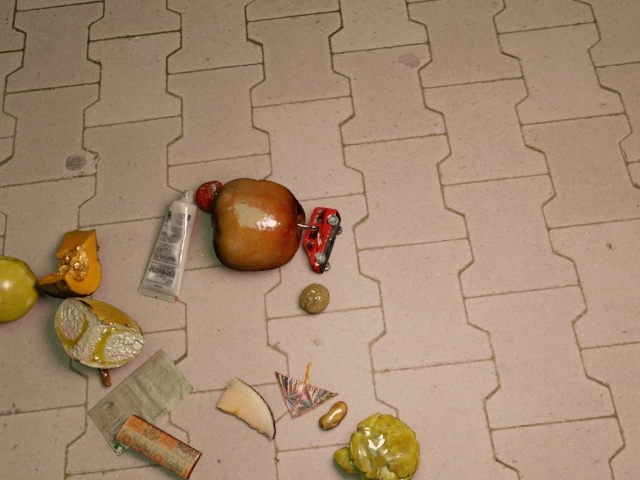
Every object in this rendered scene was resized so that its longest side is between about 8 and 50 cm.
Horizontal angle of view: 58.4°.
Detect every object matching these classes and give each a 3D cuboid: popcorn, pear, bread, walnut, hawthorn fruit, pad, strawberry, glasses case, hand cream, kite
[{"bbox_3d":[0.141,0.534,1.445,0.213,0.198,0.197,-32,69,18],"label":"popcorn"},{"bbox_3d":[-0.915,0.139,1.647,0.198,0.198,0.198,-1,69,3],"label":"pear"},{"bbox_3d":[-0.604,0.264,1.600,0.261,0.156,0.158,29,95,26],"label":"bread"},{"bbox_3d":[-0.016,0.165,1.634,0.092,0.092,0.092,-1,69,3],"label":"walnut"},{"bbox_3d":[-0.160,-0.040,1.629,0.301,0.267,0.267,4,70,-3],"label":"hawthorn fruit"},{"bbox_3d":[-0.502,0.447,1.594,0.265,0.009,0.159,-41,72,-12],"label":"pad"},{"bbox_3d":[-0.336,-0.139,1.760,0.106,0.106,0.106,-1,69,3],"label":"strawberry"},{"bbox_3d":[-0.430,0.549,1.523,0.218,0.049,0.075,26,73,9],"label":"glasses case"},{"bbox_3d":[-0.442,0.011,1.724,0.125,0.078,0.340,14,83,7],"label":"hand cream"},{"bbox_3d":[-0.048,0.413,1.578,0.190,0.010,0.159,19,70,9],"label":"kite"}]

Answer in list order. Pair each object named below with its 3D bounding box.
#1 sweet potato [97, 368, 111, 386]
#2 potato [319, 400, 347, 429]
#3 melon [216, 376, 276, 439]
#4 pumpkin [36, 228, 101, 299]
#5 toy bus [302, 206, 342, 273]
[{"bbox_3d":[-0.640,0.340,1.626,0.044,0.044,0.179,-42,78,-12],"label":"sweet potato"},{"bbox_3d":[0.037,0.471,1.533,0.092,0.046,0.045,-41,30,-20],"label":"potato"},{"bbox_3d":[-0.183,0.454,1.550,0.182,0.054,0.097,26,79,13],"label":"melon"},{"bbox_3d":[-0.719,0.082,1.691,0.131,0.126,0.247,-17,39,23],"label":"pumpkin"},{"bbox_3d":[0.000,0.000,1.696,0.090,0.081,0.195,12,70,18],"label":"toy bus"}]
